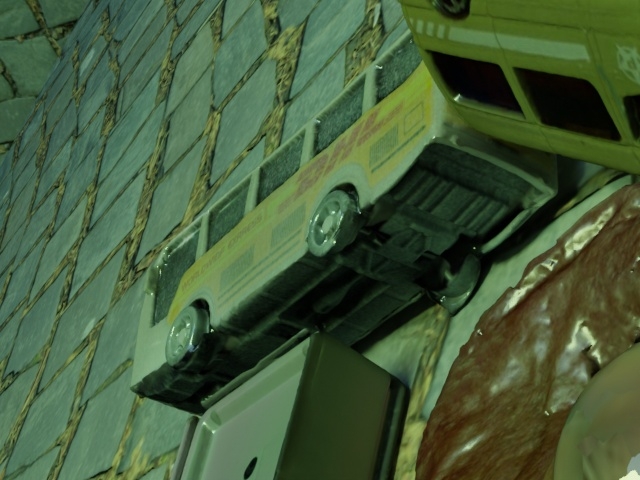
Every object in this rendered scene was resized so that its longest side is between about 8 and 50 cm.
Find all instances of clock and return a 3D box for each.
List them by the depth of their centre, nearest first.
[{"bbox_3d":[-0.034,0.161,0.840,0.147,0.071,0.192,-39,27,44],"label":"clock"}]

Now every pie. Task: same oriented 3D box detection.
[{"bbox_3d":[0.111,0.074,0.637,0.204,0.054,0.219,-51,20,21],"label":"pie"}]

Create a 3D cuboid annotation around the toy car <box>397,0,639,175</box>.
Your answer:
[{"bbox_3d":[0.142,-0.094,0.664,0.101,0.124,0.256,-32,26,-19],"label":"toy car"}]

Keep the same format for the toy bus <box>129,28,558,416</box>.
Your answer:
[{"bbox_3d":[0.000,0.000,0.920,0.342,0.097,0.138,-38,41,46],"label":"toy bus"}]

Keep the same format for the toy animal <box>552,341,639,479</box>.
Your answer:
[{"bbox_3d":[0.114,0.141,0.351,0.221,0.229,0.210,79,173,-57],"label":"toy animal"}]
